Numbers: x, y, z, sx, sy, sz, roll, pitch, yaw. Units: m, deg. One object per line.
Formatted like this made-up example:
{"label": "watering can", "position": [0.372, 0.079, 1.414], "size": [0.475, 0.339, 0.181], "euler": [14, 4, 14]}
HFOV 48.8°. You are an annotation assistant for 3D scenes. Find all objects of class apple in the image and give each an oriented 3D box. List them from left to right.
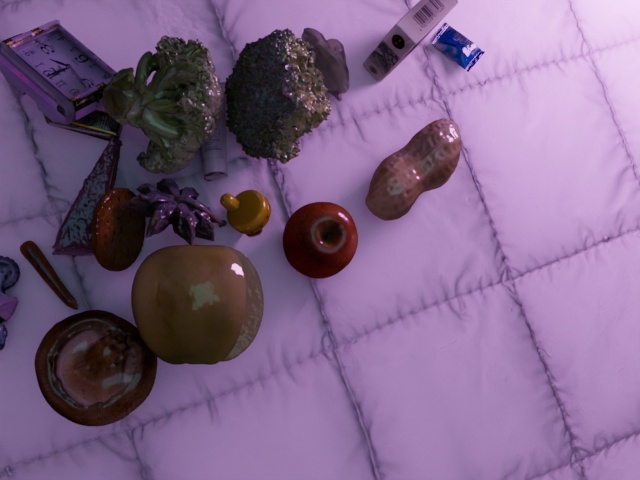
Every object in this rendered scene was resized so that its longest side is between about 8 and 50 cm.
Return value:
{"label": "apple", "position": [-0.259, 0.135, 1.515], "size": [0.292, 0.292, 0.254], "euler": [1, 85, -13]}
{"label": "apple", "position": [0.000, 0.000, 1.659], "size": [0.181, 0.168, 0.181], "euler": [1, 88, -15]}

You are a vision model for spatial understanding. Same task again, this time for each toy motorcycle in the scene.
{"label": "toy motorcycle", "position": [-0.740, 0.154, 1.486], "size": [0.239, 0.108, 0.204], "euler": [-20, 87, -15]}

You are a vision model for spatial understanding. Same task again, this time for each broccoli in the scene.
{"label": "broccoli", "position": [-0.097, -0.325, 1.646], "size": [0.260, 0.288, 0.235], "euler": [27, 33, -20]}

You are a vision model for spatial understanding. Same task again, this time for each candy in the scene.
{"label": "candy", "position": [0.365, -0.518, 1.887], "size": [0.136, 0.038, 0.088], "euler": [38, 72, 4]}

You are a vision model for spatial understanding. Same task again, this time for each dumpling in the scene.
{"label": "dumpling", "position": [0.014, -0.439, 1.744], "size": [0.118, 0.136, 0.199], "euler": [-36, 102, -23]}

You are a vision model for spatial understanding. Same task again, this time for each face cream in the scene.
{"label": "face cream", "position": [-0.260, -0.264, 1.693], "size": [0.092, 0.058, 0.243], "euler": [-6, 77, -9]}

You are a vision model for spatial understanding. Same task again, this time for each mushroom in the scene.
{"label": "mushroom", "position": [-0.477, 0.272, 1.509], "size": [0.253, 0.153, 0.253], "euler": [2, 75, -7]}

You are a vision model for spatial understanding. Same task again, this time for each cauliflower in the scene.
{"label": "cauliflower", "position": [-0.347, -0.305, 1.556], "size": [0.250, 0.272, 0.275], "euler": [3, 65, -37]}

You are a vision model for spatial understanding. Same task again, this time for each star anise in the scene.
{"label": "star anise", "position": [-0.311, -0.069, 1.587], "size": [0.262, 0.230, 0.081], "euler": [8, 120, -38]}

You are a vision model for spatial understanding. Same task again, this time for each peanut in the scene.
{"label": "peanut", "position": [0.234, -0.174, 1.758], "size": [0.313, 0.149, 0.149], "euler": [-39, 92, -15]}

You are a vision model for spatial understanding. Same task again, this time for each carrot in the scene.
{"label": "carrot", "position": [-0.602, 0.081, 1.568], "size": [0.037, 0.037, 0.190], "euler": [-36, 93, -16]}

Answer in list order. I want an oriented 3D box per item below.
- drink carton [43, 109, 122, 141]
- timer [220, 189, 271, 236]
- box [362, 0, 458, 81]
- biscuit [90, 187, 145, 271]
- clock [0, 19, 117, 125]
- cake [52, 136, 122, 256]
{"label": "drink carton", "position": [-0.541, -0.273, 1.615], "size": [0.166, 0.071, 0.056], "euler": [14, 76, -10]}
{"label": "timer", "position": [-0.174, -0.071, 1.655], "size": [0.107, 0.109, 0.107], "euler": [-12, 62, 23]}
{"label": "box", "position": [0.215, -0.506, 1.734], "size": [0.069, 0.256, 0.164], "euler": [45, 75, -5]}
{"label": "biscuit", "position": [-0.446, -0.025, 1.556], "size": [0.027, 0.188, 0.188], "euler": [5, 79, 20]}
{"label": "clock", "position": [-0.572, -0.369, 1.567], "size": [0.253, 0.083, 0.186], "euler": [40, 53, 11]}
{"label": "cake", "position": [-0.495, -0.089, 1.579], "size": [0.113, 0.116, 0.295], "euler": [21, 81, -12]}
